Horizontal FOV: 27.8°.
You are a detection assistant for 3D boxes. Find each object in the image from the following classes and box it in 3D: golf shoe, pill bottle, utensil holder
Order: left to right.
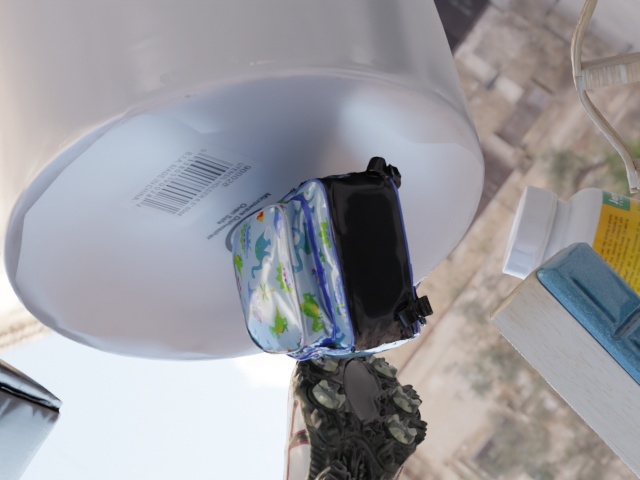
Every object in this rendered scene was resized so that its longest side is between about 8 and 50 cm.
[{"bbox_3d":[-0.084,-0.155,0.897,0.328,0.328,0.385,22,-139,-45],"label":"utensil holder"},{"bbox_3d":[0.005,0.165,0.877,0.105,0.120,0.273,27,-154,-14],"label":"golf shoe"},{"bbox_3d":[0.283,0.017,1.220,0.208,0.117,0.117,16,-167,5],"label":"pill bottle"}]

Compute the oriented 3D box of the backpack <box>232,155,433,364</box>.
[{"bbox_3d":[-0.003,0.019,0.737,0.084,0.105,0.114,-9,172,-22],"label":"backpack"}]

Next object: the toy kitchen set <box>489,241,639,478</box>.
[{"bbox_3d":[0.214,0.001,0.650,0.122,0.166,0.207,46,-147,10],"label":"toy kitchen set"}]

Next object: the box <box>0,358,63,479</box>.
[{"bbox_3d":[-0.177,0.128,0.398,0.059,0.232,0.183,30,169,5],"label":"box"}]

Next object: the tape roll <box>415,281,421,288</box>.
[{"bbox_3d":[0.000,0.000,1.203,0.189,0.080,0.189,36,-153,-22],"label":"tape roll"}]

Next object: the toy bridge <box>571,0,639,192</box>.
[{"bbox_3d":[0.210,-0.120,0.909,0.026,0.063,0.188,-77,-24,-66],"label":"toy bridge"}]
